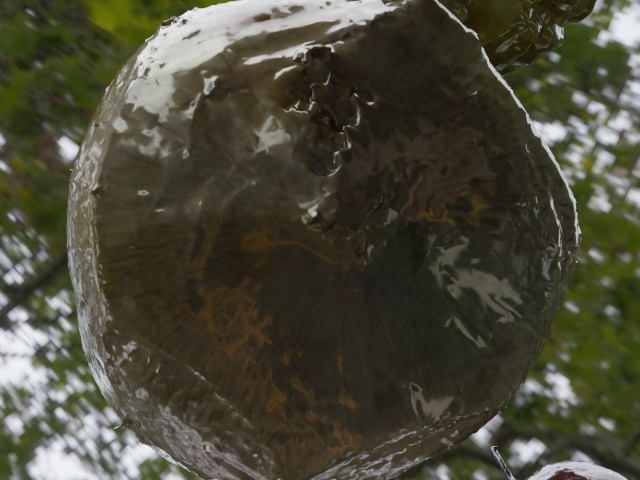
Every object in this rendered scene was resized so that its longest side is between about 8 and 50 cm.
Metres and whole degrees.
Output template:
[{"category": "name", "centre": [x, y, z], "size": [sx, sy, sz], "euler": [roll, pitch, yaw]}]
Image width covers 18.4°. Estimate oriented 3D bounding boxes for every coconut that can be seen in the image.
[{"category": "coconut", "centre": [-0.003, 0.000, 0.689], "size": [0.194, 0.194, 0.194], "euler": [-9, -69, -24]}]

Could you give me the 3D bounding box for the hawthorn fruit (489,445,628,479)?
[{"category": "hawthorn fruit", "centre": [0.091, 0.111, 0.798], "size": [0.067, 0.103, 0.067], "euler": [-19, -54, -29]}]

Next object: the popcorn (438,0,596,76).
[{"category": "popcorn", "centre": [0.050, -0.160, 0.958], "size": [0.185, 0.187, 0.167], "euler": [2, -58, -42]}]
